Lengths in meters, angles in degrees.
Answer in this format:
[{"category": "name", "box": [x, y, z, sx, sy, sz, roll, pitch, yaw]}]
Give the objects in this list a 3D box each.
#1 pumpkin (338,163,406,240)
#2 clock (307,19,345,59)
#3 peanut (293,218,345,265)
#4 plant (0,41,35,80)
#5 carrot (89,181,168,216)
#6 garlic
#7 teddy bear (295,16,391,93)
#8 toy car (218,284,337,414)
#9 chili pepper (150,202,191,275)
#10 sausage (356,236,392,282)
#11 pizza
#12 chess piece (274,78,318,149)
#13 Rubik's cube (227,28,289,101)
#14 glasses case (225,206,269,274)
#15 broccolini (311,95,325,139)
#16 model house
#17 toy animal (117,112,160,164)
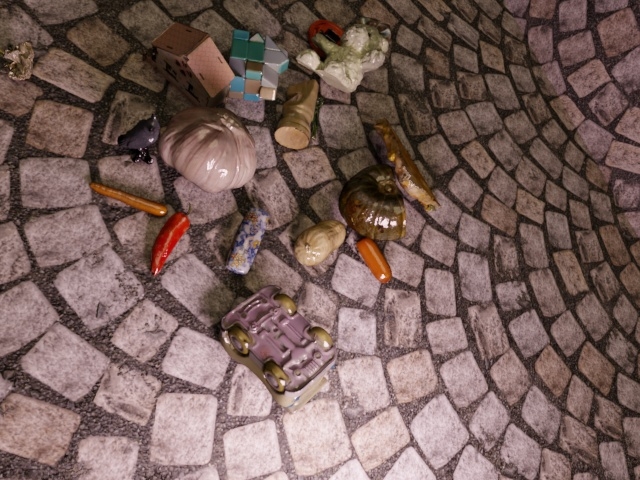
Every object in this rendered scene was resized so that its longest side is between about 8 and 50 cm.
[{"category": "pumpkin", "box": [0.185, -0.129, 1.889, 0.233, 0.242, 0.324, -9, 46, 0]}, {"category": "clock", "box": [0.040, -0.882, 2.187, 0.205, 0.051, 0.205, 10, 67, -25]}, {"category": "peanut", "box": [0.000, 0.000, 1.780, 0.129, 0.129, 0.224, 51, 55, -2]}, {"category": "plant", "box": [-0.935, -0.556, 1.512, 0.122, 0.105, 0.116, 22, 60, -41]}, {"category": "carrot", "box": [-0.603, -0.130, 1.568, 0.248, 0.043, 0.043, 21, 63, -17]}, {"category": "garlic", "box": [-0.354, -0.304, 1.624, 0.318, 0.259, 0.317, 31, 36, -25]}, {"category": "teddy bear", "box": [0.121, -0.803, 2.020, 0.328, 0.375, 0.362, 30, 98, 22]}, {"category": "toy car", "box": [-0.132, 0.341, 1.553, 0.336, 0.226, 0.242, 39, 55, 22]}, {"category": "chili pepper", "box": [-0.476, -0.014, 1.578, 0.071, 0.063, 0.272, 25, 63, -3]}, {"category": "sausage", "box": [0.207, 0.072, 1.890, 0.076, 0.076, 0.197, -31, 87, -33]}, {"category": "pizza", "box": [0.366, -0.268, 2.027, 0.392, 0.080, 0.434, 44, 25, -37]}, {"category": "chess piece", "box": [-0.083, -0.506, 1.933, 0.137, 0.137, 0.300, 22, 60, -19]}, {"category": "Rubik's cube", "box": [-0.233, -0.650, 1.861, 0.213, 0.224, 0.265, 5, 71, -9]}, {"category": "glasses case", "box": [-0.247, -0.002, 1.686, 0.087, 0.065, 0.247, 24, 63, -15]}, {"category": "broccolini", "box": [-0.016, -0.503, 2.006, 0.074, 0.058, 0.201, 4, 68, -19]}, {"category": "model house", "box": [-0.444, -0.623, 1.714, 0.326, 0.244, 0.169, 44, 70, -6]}, {"category": "toy animal", "box": [-0.571, -0.340, 1.562, 0.117, 0.210, 0.120, 7, 68, -23]}]
